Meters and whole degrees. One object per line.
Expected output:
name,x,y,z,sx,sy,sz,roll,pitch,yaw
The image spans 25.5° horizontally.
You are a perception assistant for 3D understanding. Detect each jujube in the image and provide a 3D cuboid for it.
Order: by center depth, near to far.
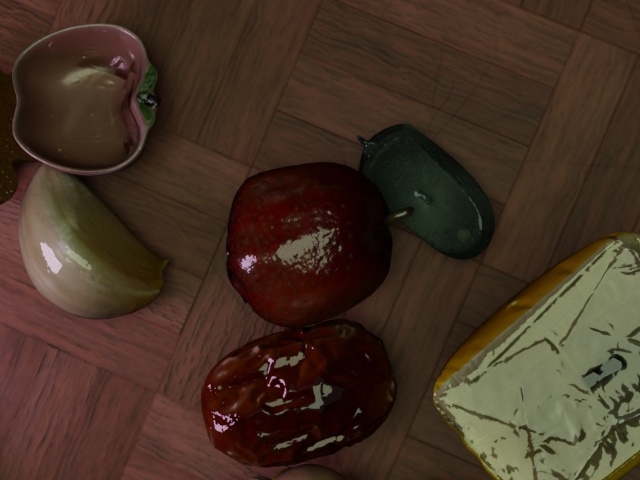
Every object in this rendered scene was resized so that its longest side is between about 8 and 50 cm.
jujube,-0.027,0.197,1.817,0.250,0.174,0.174,-13,88,3

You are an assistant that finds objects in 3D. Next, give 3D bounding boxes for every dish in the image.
dish,-0.303,-0.177,1.882,0.213,0.090,0.213,-1,78,3

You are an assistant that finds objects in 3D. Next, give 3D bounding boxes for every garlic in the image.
garlic,-0.319,0.002,1.885,0.164,0.145,0.245,-35,83,-27

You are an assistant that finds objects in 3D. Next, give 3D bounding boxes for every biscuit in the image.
biscuit,-0.437,-0.141,1.894,0.138,0.031,0.205,7,70,-17

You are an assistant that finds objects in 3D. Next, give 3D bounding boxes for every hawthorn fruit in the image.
hawthorn fruit,0.000,0.000,1.800,0.250,0.215,0.215,-12,88,5

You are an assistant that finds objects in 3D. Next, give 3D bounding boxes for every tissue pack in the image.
tissue pack,0.302,0.152,1.675,0.293,0.382,0.228,-41,82,5

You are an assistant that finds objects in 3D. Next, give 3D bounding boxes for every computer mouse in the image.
computer mouse,0.138,-0.064,1.854,0.229,0.068,0.113,44,109,17

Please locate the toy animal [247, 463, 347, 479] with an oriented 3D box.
toy animal,-0.048,0.361,1.816,0.248,0.165,0.149,-29,61,14
